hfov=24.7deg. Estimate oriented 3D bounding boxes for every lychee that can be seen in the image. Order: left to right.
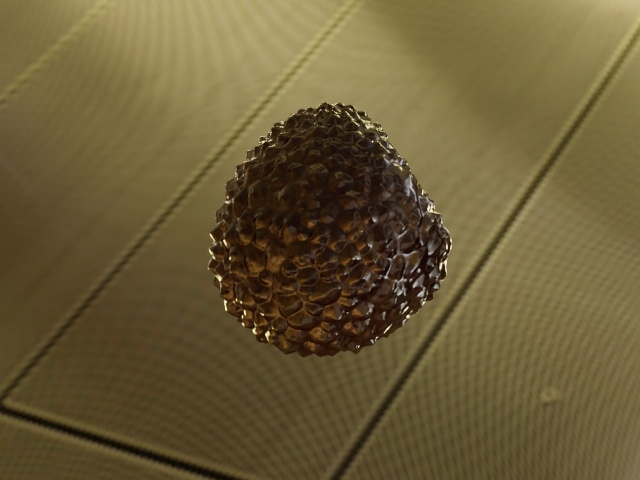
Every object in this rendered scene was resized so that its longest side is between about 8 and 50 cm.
[{"bbox_3d":[0.000,0.000,1.139,0.188,0.188,0.188,-12,-142,10],"label":"lychee"}]
